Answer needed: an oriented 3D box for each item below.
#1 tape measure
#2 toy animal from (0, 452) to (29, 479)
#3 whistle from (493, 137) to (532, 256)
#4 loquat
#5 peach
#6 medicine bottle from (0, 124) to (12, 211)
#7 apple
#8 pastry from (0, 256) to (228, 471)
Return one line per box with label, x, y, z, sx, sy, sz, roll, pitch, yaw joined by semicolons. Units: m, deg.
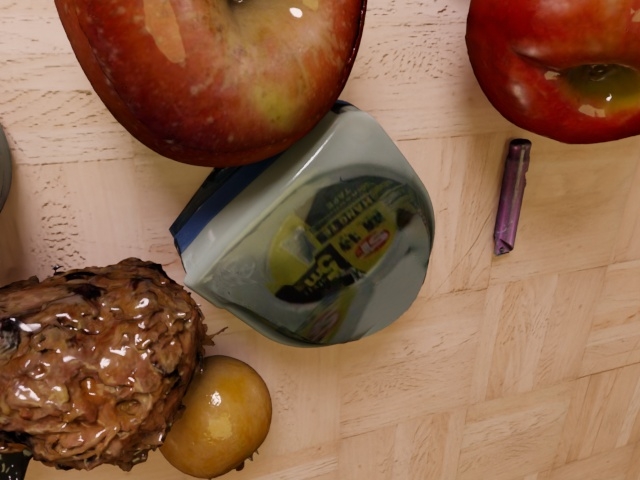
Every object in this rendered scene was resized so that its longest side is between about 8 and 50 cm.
tape measure;-0.001;-0.001;0.555;0.259;0.138;0.262;-42;120;4
toy animal;-0.395;0.213;0.504;0.114;0.146;0.245;-12;115;7
whistle;0.277;-0.059;0.685;0.033;0.033;0.177;-7;115;-16
loquat;-0.136;0.224;0.606;0.163;0.137;0.163;-4;99;-26
peach;0.303;-0.274;0.496;0.281;0.281;0.339;32;61;-28
medicine bottle;-0.374;-0.013;0.314;0.244;0.290;0.245;-10;123;-15
apple;-0.087;-0.203;0.398;0.251;0.206;0.272;-35;123;-14
pastry;-0.230;0.126;0.460;0.274;0.275;0.193;-13;103;-14
